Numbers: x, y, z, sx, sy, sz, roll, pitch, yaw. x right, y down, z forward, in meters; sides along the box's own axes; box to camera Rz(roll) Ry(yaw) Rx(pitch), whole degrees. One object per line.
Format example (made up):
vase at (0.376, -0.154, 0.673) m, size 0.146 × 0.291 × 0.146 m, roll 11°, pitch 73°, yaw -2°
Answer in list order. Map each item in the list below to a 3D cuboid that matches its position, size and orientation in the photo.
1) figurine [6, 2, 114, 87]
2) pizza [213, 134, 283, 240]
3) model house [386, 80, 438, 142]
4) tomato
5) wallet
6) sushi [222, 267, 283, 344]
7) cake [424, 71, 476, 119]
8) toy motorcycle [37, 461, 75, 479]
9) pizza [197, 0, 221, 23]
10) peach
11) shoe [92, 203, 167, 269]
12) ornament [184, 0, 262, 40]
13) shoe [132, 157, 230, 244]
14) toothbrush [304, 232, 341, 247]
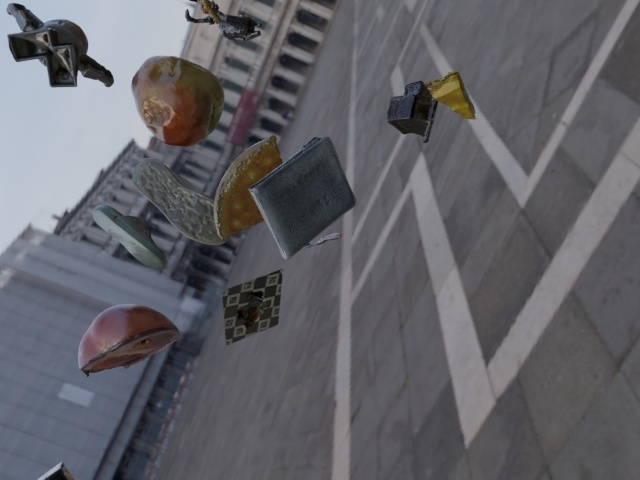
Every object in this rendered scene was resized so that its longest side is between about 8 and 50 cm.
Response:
figurine at (-0.769, -0.567, 2.158) m, size 0.167 × 0.342 × 0.285 m, roll -27°, pitch 26°, yaw 9°
pizza at (-0.149, -0.118, 1.748) m, size 0.292 × 0.197 × 0.058 m, roll -62°, pitch 31°, yaw 22°
model house at (0.284, -0.406, 2.246) m, size 0.106 × 0.152 × 0.165 m, roll 104°, pitch 179°, yaw -80°
tomato at (-0.418, 0.199, 1.582) m, size 0.228 × 0.112 × 0.199 m, roll -27°, pitch -17°, yaw 16°
wallet at (-0.028, -0.088, 1.422) m, size 0.036 × 0.167 × 0.222 m, roll 1°, pitch 33°, yaw 47°
sushi at (-0.200, 0.179, 2.066) m, size 0.040 × 0.192 × 0.210 m, roll 42°, pitch 141°, yaw 41°
cake at (0.378, -0.405, 2.126) m, size 0.185 × 0.116 × 0.080 m, roll 48°, pitch -146°, yaw -57°
toy motorcycle at (-0.477, 0.512, 1.351) m, size 0.091 × 0.157 × 0.263 m, roll -37°, pitch 5°, yaw -13°
pizza at (-0.277, -0.561, 1.774) m, size 0.025 × 0.078 × 0.083 m, roll -44°, pitch -36°, yaw 2°
peach at (-0.358, -0.354, 1.809) m, size 0.214 × 0.235 × 0.214 m, roll -55°, pitch -3°, yaw -5°
shoe at (-0.405, -0.021, 1.606) m, size 0.078 × 0.195 × 0.079 m, roll -56°, pitch 6°, yaw -33°
ornament at (-0.320, -0.675, 2.221) m, size 0.202 × 0.236 × 0.080 m, roll 19°, pitch 99°, yaw 52°
shoe at (-0.364, -0.096, 1.991) m, size 0.124 × 0.316 × 0.159 m, roll -49°, pitch -4°, yaw -3°
toothbrush at (0.002, 0.001, 2.603) m, size 0.321 × 0.031 × 0.023 m, roll -13°, pitch 55°, yaw 63°
